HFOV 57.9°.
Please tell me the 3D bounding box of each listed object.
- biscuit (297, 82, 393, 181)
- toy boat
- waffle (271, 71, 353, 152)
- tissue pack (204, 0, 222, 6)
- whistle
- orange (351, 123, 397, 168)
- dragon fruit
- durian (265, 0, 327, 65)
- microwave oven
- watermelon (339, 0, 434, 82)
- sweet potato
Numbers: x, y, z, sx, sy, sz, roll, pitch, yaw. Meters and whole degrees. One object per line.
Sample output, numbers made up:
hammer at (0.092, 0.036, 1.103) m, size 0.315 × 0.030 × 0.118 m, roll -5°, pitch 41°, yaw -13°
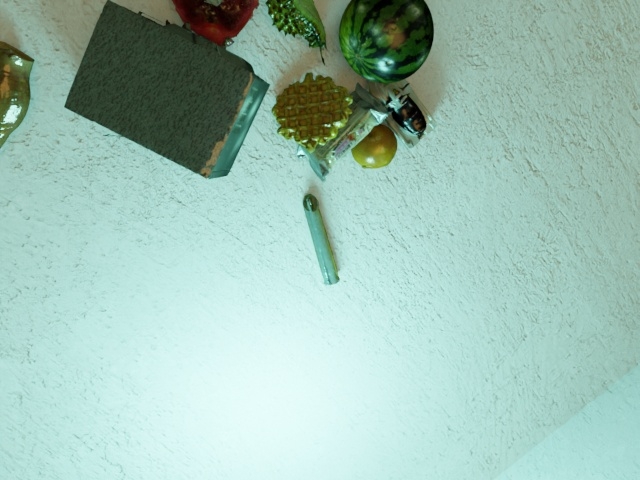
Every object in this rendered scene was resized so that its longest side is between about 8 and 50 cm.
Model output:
biscuit at (0.067, -0.341, 1.822) m, size 0.309 × 0.186 × 0.079 m, roll -45°, pitch 140°, yaw 3°
toy boat at (0.262, -0.426, 1.862) m, size 0.141 × 0.141 × 0.269 m, roll -41°, pitch 123°, yaw 2°
waffle at (-0.031, -0.400, 1.780) m, size 0.243 × 0.059 × 0.238 m, roll -46°, pitch 72°, yaw 2°
tissue pack at (-0.287, -0.829, 1.542) m, size 0.242 × 0.125 × 0.343 m, roll 29°, pitch 72°, yaw -4°
whistle at (0.001, 0.000, 1.966) m, size 0.057 × 0.068 × 0.326 m, roll -15°, pitch 110°, yaw 2°
orange at (0.174, -0.303, 1.874) m, size 0.155 × 0.154 × 0.134 m, roll -34°, pitch 151°, yaw 0°
dragon fruit at (-0.298, -0.659, 1.680) m, size 0.262 × 0.134 × 0.211 m, roll 7°, pitch 117°, yaw 2°
durian at (-0.083, -0.686, 1.710) m, size 0.375 × 0.107 × 0.132 m, roll 54°, pitch 51°, yaw -36°
microwave oven at (-0.406, -0.411, 1.604) m, size 0.432 × 0.236 × 0.374 m, roll 26°, pitch 99°, yaw -1°
watermelon at (0.192, -0.612, 1.703) m, size 0.285 × 0.285 × 0.285 m, roll -3°, pitch 107°, yaw -11°
sweet potato at (-0.890, -0.380, 1.628) m, size 0.131 × 0.131 × 0.336 m, roll 12°, pitch 105°, yaw -15°
